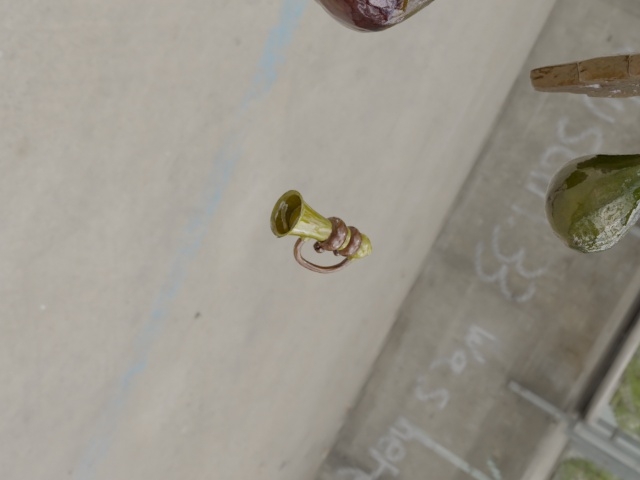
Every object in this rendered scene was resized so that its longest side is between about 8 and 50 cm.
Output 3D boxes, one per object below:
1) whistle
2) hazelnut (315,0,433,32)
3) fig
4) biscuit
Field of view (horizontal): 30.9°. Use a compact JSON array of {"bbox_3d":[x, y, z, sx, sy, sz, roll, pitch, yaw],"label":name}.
[{"bbox_3d":[0.001,0.002,1.086,0.109,0.046,0.057,31,88,-37],"label":"whistle"},{"bbox_3d":[0.063,-0.369,1.435,0.229,0.229,0.229,-48,157,-28],"label":"hazelnut"},{"bbox_3d":[0.361,-0.074,1.463,0.133,0.126,0.185,2,124,-54],"label":"fig"},{"bbox_3d":[0.425,-0.211,1.428,0.301,0.278,0.043,-175,-95,-73],"label":"biscuit"}]
